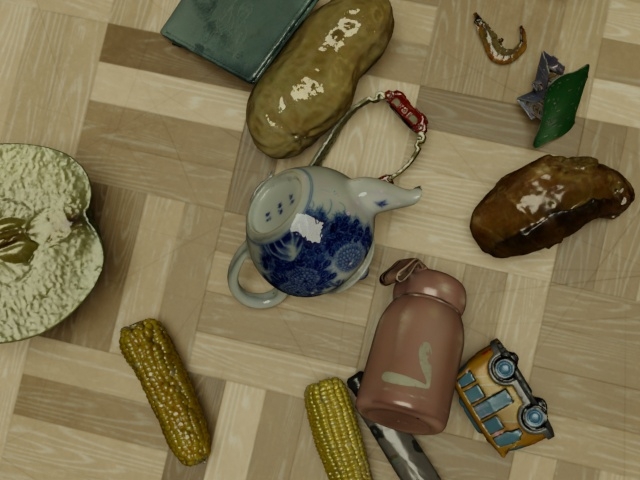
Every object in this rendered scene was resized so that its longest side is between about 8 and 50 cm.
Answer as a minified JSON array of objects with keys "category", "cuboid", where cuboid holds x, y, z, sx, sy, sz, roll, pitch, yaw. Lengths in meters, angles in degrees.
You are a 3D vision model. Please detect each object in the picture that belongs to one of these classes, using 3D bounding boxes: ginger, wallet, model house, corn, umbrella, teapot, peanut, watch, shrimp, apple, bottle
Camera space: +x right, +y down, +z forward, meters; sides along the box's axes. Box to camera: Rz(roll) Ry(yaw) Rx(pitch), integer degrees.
[{"category":"ginger","cuboid":[0.438,-0.072,1.858,0.321,0.172,0.165,-17,46,5]},{"category":"wallet","cuboid":[-0.160,-0.459,1.959,0.290,0.054,0.251,34,88,30]},{"category":"model house","cuboid":[0.436,-0.280,1.892,0.117,0.167,0.088,-27,53,-24]},{"category":"corn","cuboid":[0.035,0.386,1.893,0.093,0.093,0.244,-17,83,4]},{"category":"umbrella","cuboid":[0.155,0.402,1.891,0.067,0.073,0.337,-29,83,-25]},{"category":"teapot","cuboid":[0.000,0.000,1.871,0.424,0.280,0.252,-36,40,19]},{"category":"peanut","cuboid":[0.000,-0.328,1.906,0.169,0.192,0.387,36,90,-32]},{"category":"watch","cuboid":[0.095,-0.175,1.943,0.165,0.102,0.268,37,98,6]},{"category":"shrimp","cuboid":[0.357,-0.415,1.961,0.091,0.025,0.127,-37,87,1]},{"category":"apple","cuboid":[-0.592,0.004,1.896,0.360,0.320,0.311,-16,45,-2]},{"category":"corn","cuboid":[-0.298,0.298,1.934,0.102,0.102,0.313,-28,85,3]},{"category":"bottle","cuboid":[0.171,0.191,1.824,0.206,0.173,0.296,33,64,-32]}]

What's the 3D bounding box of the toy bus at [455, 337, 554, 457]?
[{"category":"toy bus","cuboid":[0.342,0.304,1.857,0.136,0.126,0.209,-33,84,11]}]
